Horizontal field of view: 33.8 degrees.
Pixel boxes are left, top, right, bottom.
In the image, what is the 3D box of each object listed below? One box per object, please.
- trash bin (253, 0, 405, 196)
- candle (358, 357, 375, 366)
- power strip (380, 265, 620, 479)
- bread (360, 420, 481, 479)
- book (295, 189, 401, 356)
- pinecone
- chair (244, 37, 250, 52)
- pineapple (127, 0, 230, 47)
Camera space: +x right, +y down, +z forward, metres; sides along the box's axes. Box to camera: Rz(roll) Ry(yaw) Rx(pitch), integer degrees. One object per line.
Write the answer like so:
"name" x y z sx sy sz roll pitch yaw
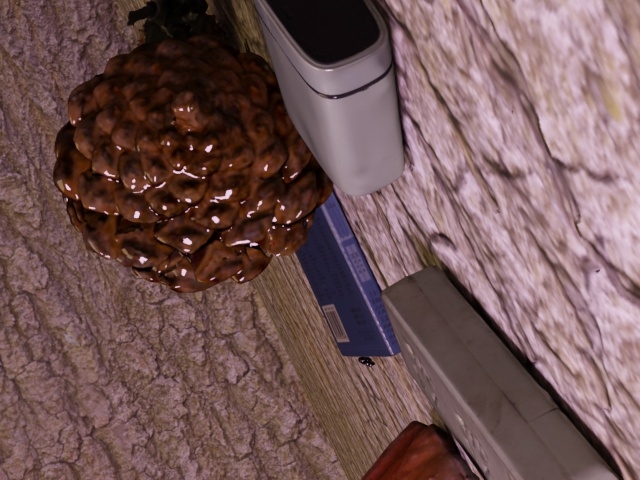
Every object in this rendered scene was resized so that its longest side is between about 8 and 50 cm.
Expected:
"trash bin" 0.007 -0.109 0.676 0.116 0.059 0.130 60 172 33
"candle" 0.035 0.090 1.253 0.026 0.021 0.167 53 165 59
"power strip" 0.124 0.125 0.666 0.288 0.053 0.093 55 169 53
"bread" 0.113 0.262 0.736 0.244 0.123 0.190 51 -179 -2
"book" 0.000 0.000 1.123 0.269 0.025 0.191 65 165 0
"pinecone" -0.108 -0.068 0.960 0.243 0.244 0.257 64 -168 6
"chair" -0.081 -0.170 1.127 0.037 0.042 0.086 157 88 -86
"pineapple" -0.162 -0.235 1.131 0.277 0.130 0.119 99 147 -75
